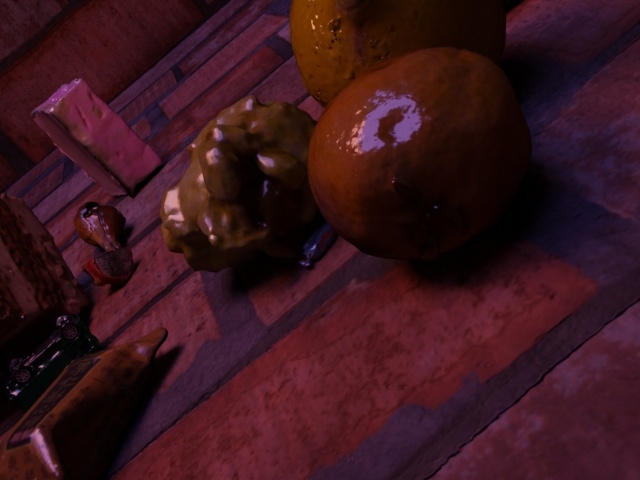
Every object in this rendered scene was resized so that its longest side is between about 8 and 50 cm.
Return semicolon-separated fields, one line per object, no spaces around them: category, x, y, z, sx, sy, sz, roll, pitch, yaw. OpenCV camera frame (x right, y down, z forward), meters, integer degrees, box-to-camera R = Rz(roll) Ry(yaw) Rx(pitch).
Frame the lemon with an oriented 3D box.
lemon;0.089;-0.254;1.022;0.258;0.258;0.310;-30;-7;22

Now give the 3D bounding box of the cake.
cake;-0.575;0.092;1.357;0.282;0.255;0.290;-36;-12;12

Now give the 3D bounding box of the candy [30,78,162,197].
candy;-0.486;-0.216;1.839;0.115;0.265;0.155;-53;26;-19

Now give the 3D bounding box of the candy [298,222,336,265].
candy;-0.001;0.000;1.034;0.083;0.020;0.030;-53;26;-22

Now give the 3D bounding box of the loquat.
loquat;0.092;-0.087;0.835;0.238;0.193;0.238;-26;29;15

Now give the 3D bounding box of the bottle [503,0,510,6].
bottle;0.203;-0.352;1.260;0.330;0.093;0.093;-36;24;10

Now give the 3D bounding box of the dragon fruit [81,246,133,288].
dragon fruit;-0.355;0.051;1.433;0.056;0.060;0.083;-31;-2;36

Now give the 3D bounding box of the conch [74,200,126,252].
conch;-0.412;-0.025;1.631;0.080;0.086;0.233;-6;15;-41

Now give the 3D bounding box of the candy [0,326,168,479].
candy;-0.282;0.203;1.006;0.143;0.101;0.271;-19;25;28

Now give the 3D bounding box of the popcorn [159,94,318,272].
popcorn;-0.093;-0.068;1.100;0.256;0.195;0.255;-39;14;3

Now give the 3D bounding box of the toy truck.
toy truck;-0.387;0.178;1.226;0.147;0.079;0.065;-47;23;-12
